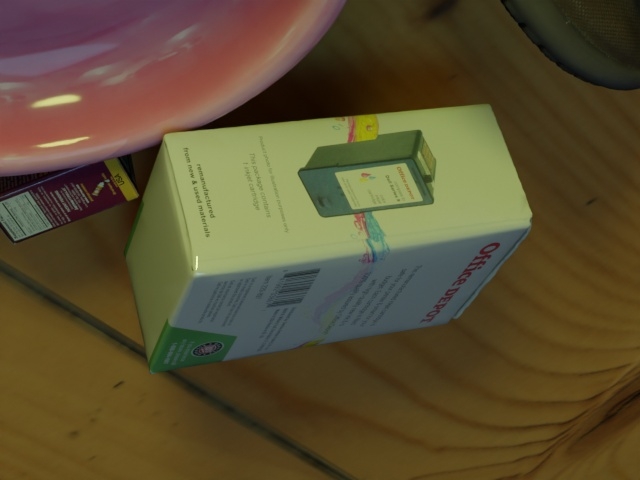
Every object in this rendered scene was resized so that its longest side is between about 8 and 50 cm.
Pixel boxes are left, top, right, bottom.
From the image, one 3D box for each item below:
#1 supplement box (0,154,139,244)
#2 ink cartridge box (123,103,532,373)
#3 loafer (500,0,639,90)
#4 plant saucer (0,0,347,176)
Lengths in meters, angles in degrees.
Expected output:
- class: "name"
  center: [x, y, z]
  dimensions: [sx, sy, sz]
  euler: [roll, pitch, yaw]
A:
- class: "supplement box"
  center: [-0.157, -0.042, 0.808]
  dimensions: [0.083, 0.055, 0.043]
  euler: [-20, 138, 4]
- class: "ink cartridge box"
  center: [0.000, 0.000, 0.827]
  dimensions: [0.212, 0.093, 0.154]
  euler: [-6, 156, -20]
- class: "loafer"
  center: [0.102, -0.210, 0.662]
  dimensions: [0.130, 0.134, 0.366]
  euler: [-36, 132, 16]
- class: "plant saucer"
  center: [-0.145, -0.146, 0.634]
  dimensions: [0.332, 0.084, 0.332]
  euler: [-12, 155, -6]
